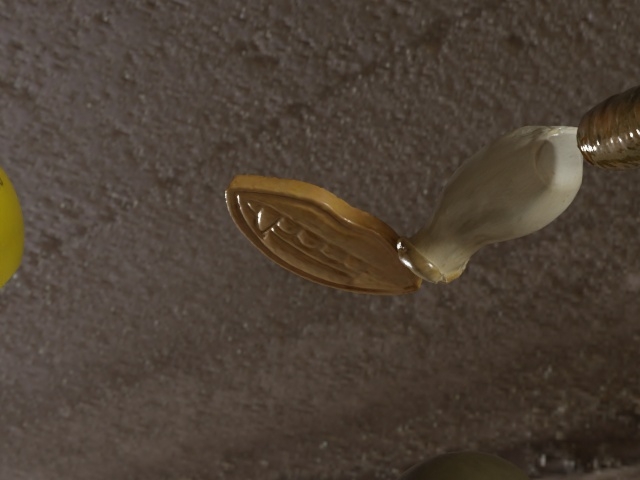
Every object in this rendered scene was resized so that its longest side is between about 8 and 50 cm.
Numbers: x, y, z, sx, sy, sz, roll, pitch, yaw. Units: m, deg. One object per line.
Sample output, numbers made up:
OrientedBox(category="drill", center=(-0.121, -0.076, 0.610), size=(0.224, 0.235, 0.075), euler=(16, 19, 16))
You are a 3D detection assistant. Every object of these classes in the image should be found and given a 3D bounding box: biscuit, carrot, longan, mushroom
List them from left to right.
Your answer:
OrientedBox(category="biscuit", center=(0.000, 0.000, 1.085), size=(0.220, 0.029, 0.142), euler=(29, 148, -16))
OrientedBox(category="longan", center=(0.166, 0.378, 1.338), size=(0.248, 0.248, 0.248), euler=(9, 147, 6))
OrientedBox(category="mushroom", center=(0.158, -0.033, 0.987), size=(0.088, 0.097, 0.212), euler=(39, 121, -19))
OrientedBox(category="carrot", center=(0.288, -0.092, 0.718), size=(0.070, 0.070, 0.342), euler=(26, 169, -19))

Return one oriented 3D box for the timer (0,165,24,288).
OrientedBox(category="timer", center=(-0.624, -0.036, 1.532), size=(0.387, 0.376, 0.376), euler=(47, 138, -12))
